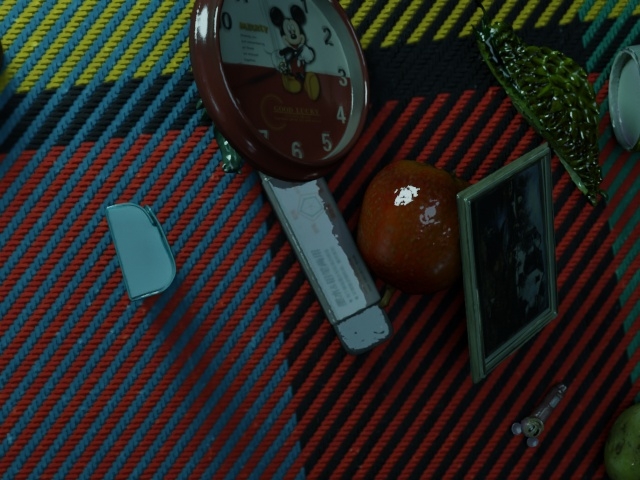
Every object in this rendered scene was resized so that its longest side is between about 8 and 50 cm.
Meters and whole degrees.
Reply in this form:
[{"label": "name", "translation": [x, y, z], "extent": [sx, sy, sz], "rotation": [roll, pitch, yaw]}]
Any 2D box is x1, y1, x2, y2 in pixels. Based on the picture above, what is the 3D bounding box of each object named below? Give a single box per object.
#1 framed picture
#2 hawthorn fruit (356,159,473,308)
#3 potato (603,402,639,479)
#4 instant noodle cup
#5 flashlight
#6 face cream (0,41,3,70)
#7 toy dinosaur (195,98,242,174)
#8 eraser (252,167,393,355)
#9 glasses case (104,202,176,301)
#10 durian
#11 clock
[{"label": "framed picture", "translation": [0.279, 0.032, 1.366], "extent": [0.232, 0.019, 0.296], "rotation": [-30, 122, -39]}, {"label": "hawthorn fruit", "translation": [0.135, -0.003, 1.368], "extent": [0.196, 0.196, 0.225], "rotation": [24, 92, -9]}, {"label": "potato", "translation": [0.563, 0.326, 1.463], "extent": [0.228, 0.148, 0.197], "rotation": [19, 73, -7]}, {"label": "instant noodle cup", "translation": [0.533, -0.215, 1.432], "extent": [0.153, 0.205, 0.205], "rotation": [-6, 92, -2]}, {"label": "flashlight", "translation": [0.348, 0.268, 1.480], "extent": [0.052, 0.031, 0.110], "rotation": [40, 84, -7]}, {"label": "face cream", "translation": [-0.516, -0.262, 1.293], "extent": [0.149, 0.104, 0.149], "rotation": [0, 91, -10]}, {"label": "toy dinosaur", "translation": [-0.121, -0.236, 1.378], "extent": [0.120, 0.079, 0.292], "rotation": [0, 79, -15]}, {"label": "eraser", "translation": [0.000, 0.000, 1.406], "extent": [0.089, 0.061, 0.352], "rotation": [-26, 95, -9]}, {"label": "glasses case", "translation": [-0.231, 0.009, 1.244], "extent": [0.070, 0.301, 0.117], "rotation": [-16, 94, -8]}, {"label": "durian", "translation": [0.344, -0.221, 1.431], "extent": [0.106, 0.132, 0.375], "rotation": [-34, 101, 5]}, {"label": "clock", "translation": [-0.055, -0.236, 1.321], "extent": [0.318, 0.080, 0.318], "rotation": [13, 71, -42]}]
